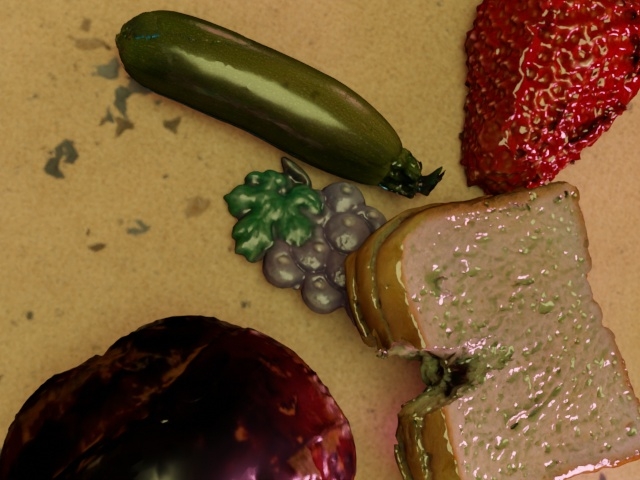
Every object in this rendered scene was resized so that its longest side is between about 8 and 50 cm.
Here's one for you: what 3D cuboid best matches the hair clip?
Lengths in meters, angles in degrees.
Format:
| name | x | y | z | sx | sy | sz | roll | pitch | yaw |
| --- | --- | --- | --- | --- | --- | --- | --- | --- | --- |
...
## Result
| name | x | y | z | sx | sy | sz | roll | pitch | yaw |
| --- | --- | --- | --- | --- | --- | --- | --- | --- | --- |
| hair clip | -0.001 | 0.001 | 0.965 | 0.195 | 0.052 | 0.124 | 34 | 67 | 1 |

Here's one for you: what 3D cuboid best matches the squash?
| name | x | y | z | sx | sy | sz | roll | pitch | yaw |
| --- | --- | --- | --- | --- | --- | --- | --- | --- | --- |
| squash | -0.031 | -0.122 | 0.948 | 0.331 | 0.087 | 0.087 | 26 | 78 | -10 |

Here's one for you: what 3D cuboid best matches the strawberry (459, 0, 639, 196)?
| name | x | y | z | sx | sy | sz | roll | pitch | yaw |
| --- | --- | --- | --- | --- | --- | --- | --- | --- | --- |
| strawberry | 0.236 | -0.175 | 1.004 | 0.188 | 0.106 | 0.286 | 26 | 79 | -7 |

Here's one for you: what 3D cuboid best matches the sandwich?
| name | x | y | z | sx | sy | sz | roll | pitch | yaw |
| --- | --- | --- | --- | --- | --- | --- | --- | --- | --- |
| sandwich | 0.154 | 0.095 | 0.924 | 0.248 | 0.095 | 0.273 | -13 | 83 | -32 |

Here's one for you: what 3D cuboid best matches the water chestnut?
| name | x | y | z | sx | sy | sz | roll | pitch | yaw |
| --- | --- | --- | --- | --- | --- | --- | --- | --- | --- |
| water chestnut | -0.109 | 0.200 | 0.812 | 0.289 | 0.289 | 0.244 | -20 | 120 | -15 |
